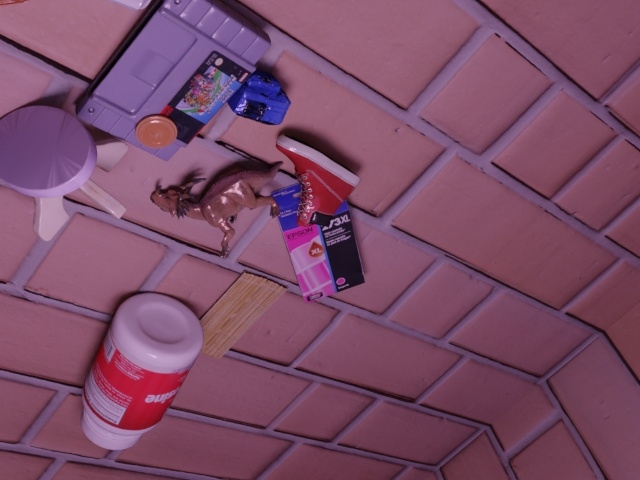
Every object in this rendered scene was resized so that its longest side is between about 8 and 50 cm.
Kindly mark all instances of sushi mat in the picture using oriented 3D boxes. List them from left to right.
[{"bbox_3d":[-0.240,0.206,2.048,0.151,0.019,0.316,27,117,-37],"label":"sushi mat"}]

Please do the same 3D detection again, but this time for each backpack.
[{"bbox_3d":[-0.121,-0.296,1.569,0.120,0.098,0.101,15,121,-31],"label":"backpack"}]

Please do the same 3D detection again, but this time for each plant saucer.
[{"bbox_3d":[-0.332,-0.219,1.531,0.083,0.013,0.083,-9,138,-8],"label":"plant saucer"}]

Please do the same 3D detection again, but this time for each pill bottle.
[{"bbox_3d":[-0.474,0.349,1.942,0.229,0.229,0.408,11,127,-30],"label":"pill bottle"}]

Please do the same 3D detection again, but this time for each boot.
[{"bbox_3d":[-0.038,-0.126,1.738,0.244,0.088,0.176,30,100,-38],"label":"boot"}]

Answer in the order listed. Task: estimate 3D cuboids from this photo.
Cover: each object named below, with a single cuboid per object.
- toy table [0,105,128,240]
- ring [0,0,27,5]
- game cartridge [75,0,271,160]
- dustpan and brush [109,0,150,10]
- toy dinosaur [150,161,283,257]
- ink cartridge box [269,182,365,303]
[{"bbox_3d":[-0.501,-0.138,1.467,0.252,0.274,0.161,-44,144,-8],"label":"toy table"},{"bbox_3d":[-0.529,-0.503,1.198,0.336,0.032,0.336,-17,150,-10],"label":"ring"},{"bbox_3d":[-0.288,-0.321,1.487,0.230,0.068,0.355,28,122,-34],"label":"game cartridge"},{"bbox_3d":[-0.327,-0.502,1.311,0.147,0.060,0.211,10,122,-42],"label":"dustpan and brush"},{"bbox_3d":[-0.217,-0.103,1.702,0.295,0.127,0.200,-35,128,4],"label":"toy dinosaur"},{"bbox_3d":[0.000,0.000,1.924,0.176,0.069,0.371,-19,133,-4],"label":"ink cartridge box"}]
